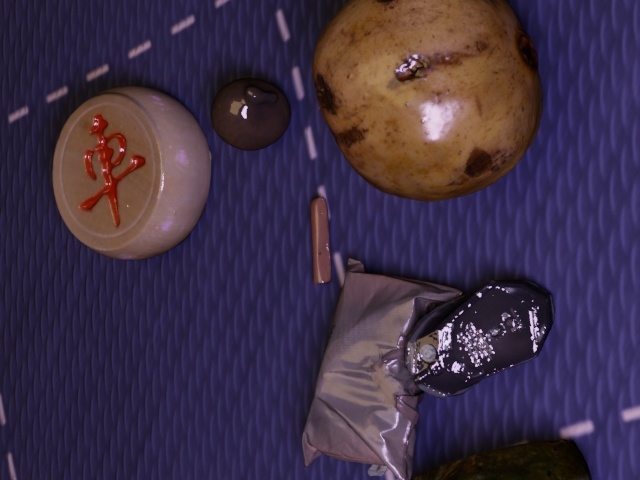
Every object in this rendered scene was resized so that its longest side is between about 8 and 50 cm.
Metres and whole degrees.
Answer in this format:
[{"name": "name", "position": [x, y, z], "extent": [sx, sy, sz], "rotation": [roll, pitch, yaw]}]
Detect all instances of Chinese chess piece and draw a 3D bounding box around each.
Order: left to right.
[{"name": "Chinese chess piece", "position": [-0.271, -0.096, 2.236], "extent": [0.251, 0.097, 0.251], "rotation": [-1, 89, 38]}]

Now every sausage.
[{"name": "sausage", "position": [0.000, 0.000, 2.068], "extent": [0.026, 0.026, 0.116], "rotation": [-7, 84, 38]}]

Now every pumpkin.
[{"name": "pumpkin", "position": [0.213, 0.318, 1.857], "extent": [0.280, 0.190, 0.139], "rotation": [124, 135, -76]}]

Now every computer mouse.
[{"name": "computer mouse", "position": [0.188, 0.111, 1.866], "extent": [0.192, 0.062, 0.106], "rotation": [-30, 95, 1]}]

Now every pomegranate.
[{"name": "pomegranate", "position": [0.126, -0.182, 1.826], "extent": [0.281, 0.281, 0.281], "rotation": [-1, 88, 38]}]

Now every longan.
[{"name": "longan", "position": [-0.091, -0.171, 2.091], "extent": [0.119, 0.106, 0.106], "rotation": [127, 127, -63]}]

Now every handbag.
[{"name": "handbag", "position": [0.075, 0.160, 1.936], "extent": [0.182, 0.117, 0.270], "rotation": [6, 77, 40]}]
